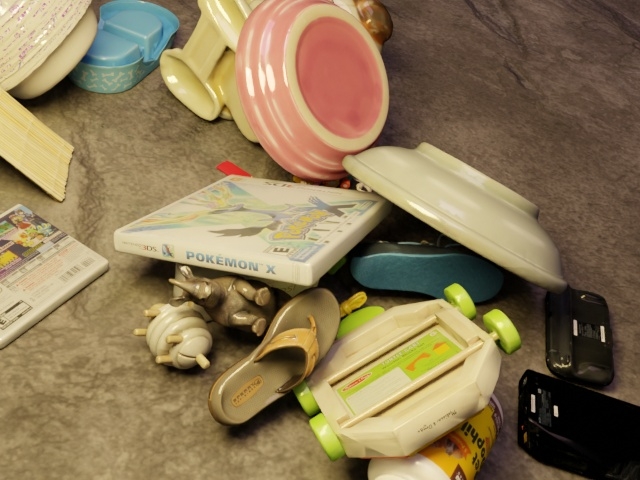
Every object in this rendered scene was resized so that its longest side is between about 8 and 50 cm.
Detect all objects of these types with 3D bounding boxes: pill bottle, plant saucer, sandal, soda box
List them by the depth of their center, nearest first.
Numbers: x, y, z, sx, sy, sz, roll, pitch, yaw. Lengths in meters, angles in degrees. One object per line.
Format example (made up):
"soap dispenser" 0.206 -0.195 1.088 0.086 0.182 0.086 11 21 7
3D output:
"pill bottle" 0.136 0.267 0.913 0.117 0.117 0.215 30 43 16
"sandal" -0.048 0.147 0.931 0.219 0.060 0.090 -39 104 -26
"soda box" -0.106 0.055 1.101 0.216 0.074 0.069 -13 48 -29
"plant saucer" 0.227 -0.061 1.166 0.400 0.101 0.400 30 9 -5
"plant saucer" 0.007 -0.269 1.267 0.084 0.332 0.332 -9 19 45

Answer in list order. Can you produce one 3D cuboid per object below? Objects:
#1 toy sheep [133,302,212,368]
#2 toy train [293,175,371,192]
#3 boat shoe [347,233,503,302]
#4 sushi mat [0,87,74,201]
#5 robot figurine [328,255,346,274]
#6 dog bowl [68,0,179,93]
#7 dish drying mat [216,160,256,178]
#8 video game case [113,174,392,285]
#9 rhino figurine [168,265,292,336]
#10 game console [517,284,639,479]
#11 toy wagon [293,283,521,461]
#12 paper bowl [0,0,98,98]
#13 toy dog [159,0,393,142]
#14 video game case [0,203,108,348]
"toy sheep" -0.189 0.129 0.985 0.091 0.091 0.132 -19 48 -33
"toy train" 0.007 -0.087 1.321 0.166 0.046 0.125 -21 68 -41
"boat shoe" 0.170 0.031 1.184 0.258 0.109 0.089 14 23 -19
"sushi mat" -0.503 -0.197 1.130 0.019 0.316 0.152 -28 44 17
"robot figurine" 0.000 0.000 1.200 0.101 0.067 0.115 20 32 -40
"dog bowl" -0.404 -0.392 1.499 0.165 0.074 0.297 22 41 6
"dish drying mat" -0.145 -0.118 1.329 0.083 0.008 0.032 33 45 18
"video game case" -0.084 -0.029 1.101 0.299 0.036 0.329 9 22 21
"rhino figurine" -0.110 0.083 0.986 0.106 0.073 0.243 14 -5 40
"game console" 0.410 0.203 1.130 0.213 0.044 0.361 19 42 1
"toy wagon" 0.092 0.154 0.976 0.267 0.068 0.344 -29 18 -6
"paper bowl" -0.499 -0.359 1.274 0.148 0.284 0.284 45 25 -36
"toy dog" -0.033 -0.376 1.453 0.395 0.285 0.408 44 47 11
"video game case" -0.438 0.043 1.049 0.183 0.023 0.201 30 44 15
